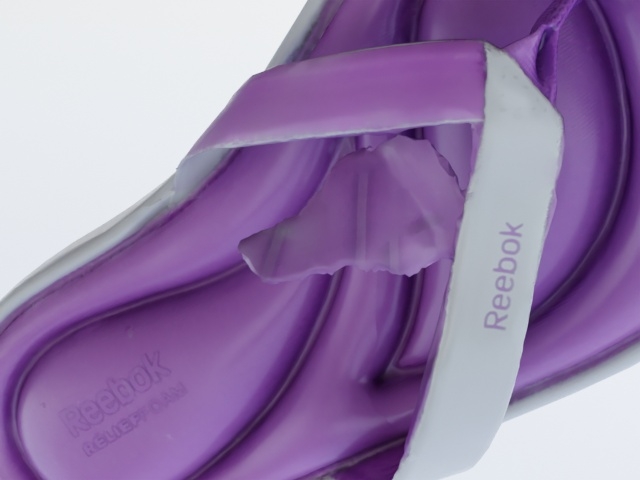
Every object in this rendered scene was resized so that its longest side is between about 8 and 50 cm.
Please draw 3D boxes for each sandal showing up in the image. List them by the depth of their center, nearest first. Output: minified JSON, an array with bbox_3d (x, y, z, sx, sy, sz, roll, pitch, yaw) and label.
[{"bbox_3d":[0.011,0.011,0.512,0.416,0.169,0.102,-42,180,33],"label":"sandal"}]
